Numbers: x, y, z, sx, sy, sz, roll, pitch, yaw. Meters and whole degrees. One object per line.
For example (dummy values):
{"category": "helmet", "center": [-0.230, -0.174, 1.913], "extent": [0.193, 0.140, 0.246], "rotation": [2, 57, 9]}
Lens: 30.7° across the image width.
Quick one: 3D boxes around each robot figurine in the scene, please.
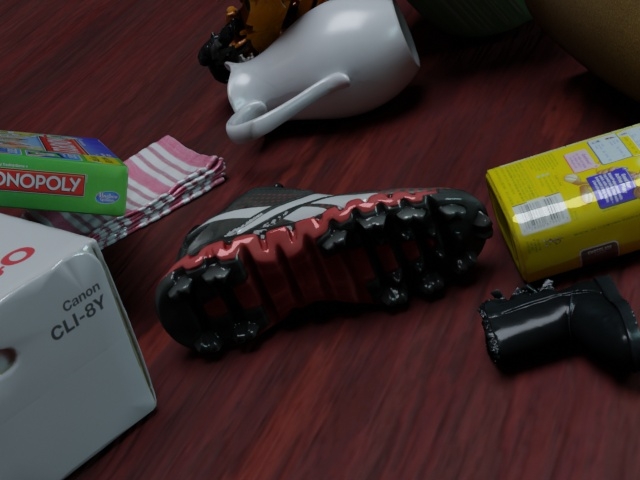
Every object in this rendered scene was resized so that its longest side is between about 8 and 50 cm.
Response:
{"category": "robot figurine", "center": [-0.035, -0.274, 1.319], "extent": [0.211, 0.085, 0.291], "rotation": [-16, -15, -18]}

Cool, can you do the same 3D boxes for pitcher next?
{"category": "pitcher", "center": [-0.003, -0.173, 1.243], "extent": [0.207, 0.125, 0.178], "rotation": [-21, 27, 13]}

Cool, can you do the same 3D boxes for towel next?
{"category": "towel", "center": [-0.211, -0.050, 1.236], "extent": [0.197, 0.029, 0.144], "rotation": [-31, 31, -23]}

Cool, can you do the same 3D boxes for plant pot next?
{"category": "plant pot", "center": [0.329, -0.211, 1.046], "extent": [0.237, 0.237, 0.254], "rotation": [-17, 39, 1]}

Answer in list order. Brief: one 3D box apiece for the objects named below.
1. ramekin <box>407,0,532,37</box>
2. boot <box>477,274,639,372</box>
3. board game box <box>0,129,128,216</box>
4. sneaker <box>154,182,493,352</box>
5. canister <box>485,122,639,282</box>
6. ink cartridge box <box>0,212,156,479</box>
{"category": "ramekin", "center": [0.200, -0.383, 1.368], "extent": [0.303, 0.148, 0.303], "rotation": [-28, 40, 27]}
{"category": "boot", "center": [0.165, 0.064, 0.812], "extent": [0.099, 0.045, 0.121], "rotation": [-13, 22, 4]}
{"category": "board game box", "center": [-0.301, -0.071, 1.082], "extent": [0.213, 0.046, 0.317], "rotation": [3, 8, -16]}
{"category": "sneaker", "center": [0.000, 0.000, 0.959], "extent": [0.276, 0.098, 0.135], "rotation": [-16, 31, 7]}
{"category": "canister", "center": [0.226, -0.036, 0.925], "extent": [0.170, 0.073, 0.126], "rotation": [-17, 28, 4]}
{"category": "ink cartridge box", "center": [-0.362, 0.101, 0.918], "extent": [0.384, 0.160, 0.279], "rotation": [13, 40, 44]}
